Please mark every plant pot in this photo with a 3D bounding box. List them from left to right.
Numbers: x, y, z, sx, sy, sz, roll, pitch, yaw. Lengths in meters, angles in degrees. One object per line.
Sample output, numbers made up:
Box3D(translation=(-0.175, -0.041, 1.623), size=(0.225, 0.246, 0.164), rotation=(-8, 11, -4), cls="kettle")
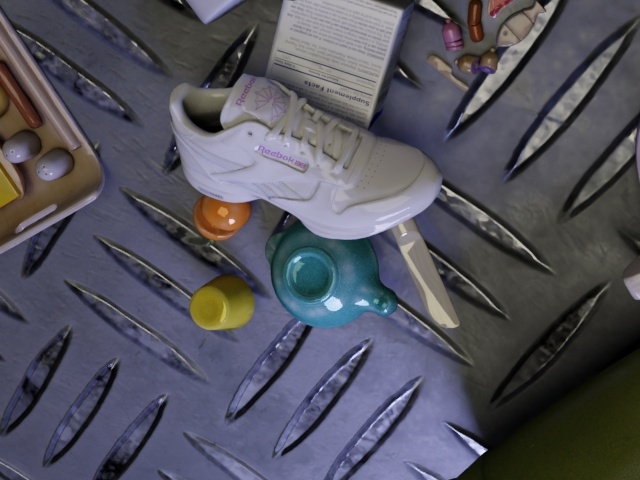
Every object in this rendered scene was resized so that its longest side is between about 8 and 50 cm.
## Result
Box3D(translation=(0.366, 0.270, 1.002), size=(0.366, 0.366, 0.353), rotation=(38, 104, -2), cls="plant pot")

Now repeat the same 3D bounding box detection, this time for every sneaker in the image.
Box3D(translation=(-0.027, -0.091, 0.992), size=(0.305, 0.114, 0.152), rotation=(11, 148, 19), cls="sneaker")

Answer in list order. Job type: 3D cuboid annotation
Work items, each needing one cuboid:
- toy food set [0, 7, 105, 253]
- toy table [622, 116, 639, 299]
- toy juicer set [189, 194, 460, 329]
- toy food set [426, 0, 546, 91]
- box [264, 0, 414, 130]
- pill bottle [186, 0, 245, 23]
Box3D(translation=(-0.431, -0.137, 1.165), size=(0.219, 0.092, 0.306), rotation=(-27, 102, 23), cls="toy food set")
Box3D(translation=(0.419, -0.030, 0.942), size=(0.252, 0.161, 0.274), rotation=(-41, 96, 25), cls="toy table")
Box3D(translation=(0.000, 0.000, 1.119), size=(0.328, 0.089, 0.209), rotation=(-3, 93, 20), cls="toy juicer set")
Box3D(translation=(0.169, -0.217, 1.009), size=(0.078, 0.019, 0.122), rotation=(38, 116, -2), cls="toy food set")
Box3D(translation=(0.018, -0.205, 1.026), size=(0.126, 0.072, 0.137), rotation=(20, 115, 7), cls="box")
Box3D(translation=(-0.156, -0.381, 0.944), size=(0.176, 0.176, 0.319), rotation=(-31, 101, 24), cls="pill bottle")
